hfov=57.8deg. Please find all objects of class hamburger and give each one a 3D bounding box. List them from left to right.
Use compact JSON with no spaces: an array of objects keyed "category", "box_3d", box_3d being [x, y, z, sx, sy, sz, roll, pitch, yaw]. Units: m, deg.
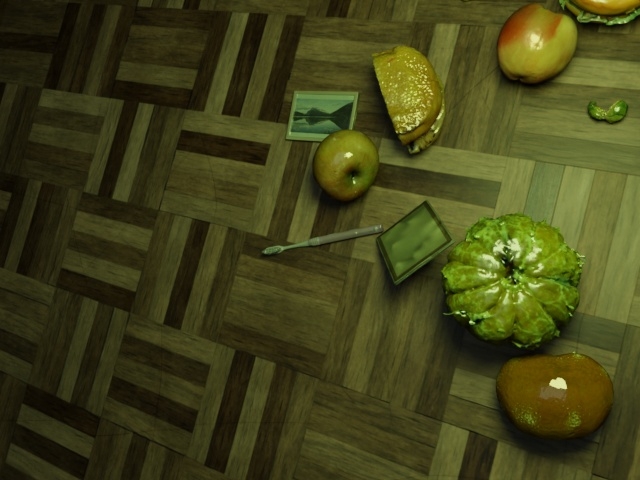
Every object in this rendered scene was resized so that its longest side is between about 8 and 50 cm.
[{"category":"hamburger","box_3d":[0.239,-0.364,1.478,0.157,0.144,0.282,-18,76,9]},{"category":"hamburger","box_3d":[0.660,-0.605,1.320,0.246,0.170,0.245,1,92,16]}]

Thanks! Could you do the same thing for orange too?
[{"category":"orange","box_3d":[0.413,0.084,1.282,0.301,0.223,0.300,7,84,6]},{"category":"orange","box_3d":[0.497,0.336,1.239,0.238,0.158,0.179,-4,96,21]}]

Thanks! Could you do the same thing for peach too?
[{"category":"peach","box_3d":[0.504,-0.458,1.364,0.184,0.184,0.184,-4,80,23]}]

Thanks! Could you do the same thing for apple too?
[{"category":"apple","box_3d":[0.064,-0.200,1.512,0.182,0.182,0.155,-45,38,10]}]

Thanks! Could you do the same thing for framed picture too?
[{"category":"framed picture","box_3d":[0.004,-0.351,1.642,0.203,0.015,0.150,9,85,24]},{"category":"framed picture","box_3d":[0.223,-0.002,1.410,0.173,0.010,0.231,-38,26,14]}]

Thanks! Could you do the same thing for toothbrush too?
[{"category":"toothbrush","box_3d":[0.000,0.000,1.577,0.354,0.029,0.024,-12,90,21]}]

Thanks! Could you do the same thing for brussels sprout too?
[{"category":"brussels sprout","box_3d":[0.662,-0.298,1.340,0.084,0.046,0.050,6,88,34]}]
